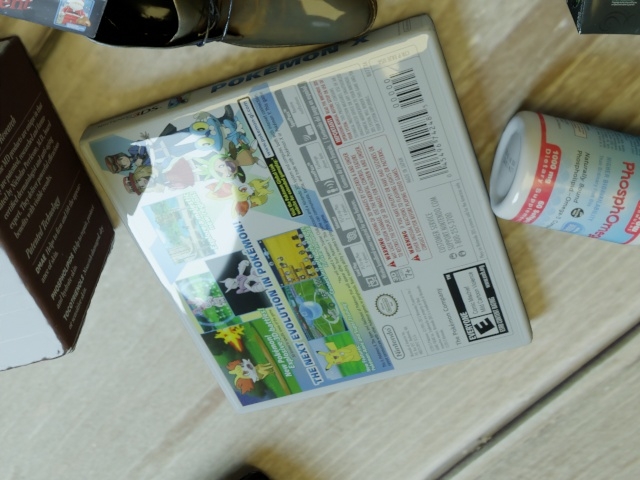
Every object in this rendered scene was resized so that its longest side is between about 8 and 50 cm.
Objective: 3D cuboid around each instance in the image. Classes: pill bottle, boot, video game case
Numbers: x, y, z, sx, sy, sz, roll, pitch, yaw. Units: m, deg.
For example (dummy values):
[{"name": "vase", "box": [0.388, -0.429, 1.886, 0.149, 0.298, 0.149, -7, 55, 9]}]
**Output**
[{"name": "pill bottle", "box": [0.222, -0.044, 0.749, 0.160, 0.087, 0.087, 12, 125, -5]}, {"name": "boot", "box": [-0.069, -0.158, 0.672, 0.219, 0.106, 0.082, 7, 126, -2]}, {"name": "video game case", "box": [0.000, 0.000, 0.825, 0.299, 0.036, 0.329, -16, 124, 13]}]

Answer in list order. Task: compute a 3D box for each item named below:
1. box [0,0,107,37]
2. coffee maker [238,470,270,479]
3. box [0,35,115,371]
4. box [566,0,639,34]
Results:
[{"name": "box", "box": [-0.239, -0.226, 0.571, 0.233, 0.159, 0.044, 11, 153, -21]}, {"name": "coffee maker", "box": [-0.126, 0.328, 1.011, 0.178, 0.120, 0.171, -37, 115, 24]}, {"name": "box", "box": [-0.290, -0.020, 0.744, 0.168, 0.167, 0.203, -13, 123, 12]}, {"name": "box", "box": [0.206, -0.193, 0.660, 0.052, 0.062, 0.083, 1, 125, 4]}]
